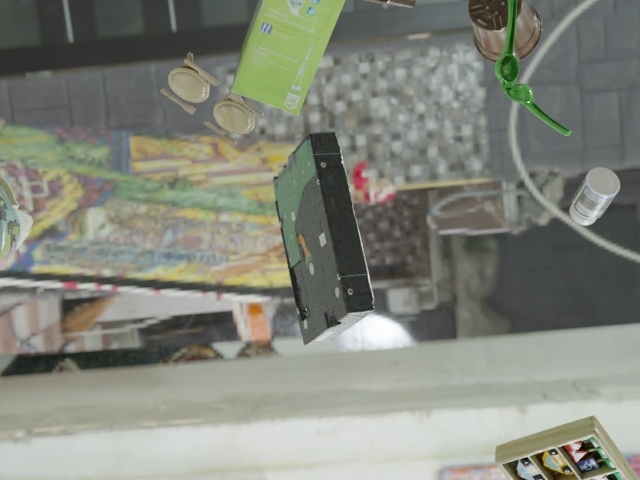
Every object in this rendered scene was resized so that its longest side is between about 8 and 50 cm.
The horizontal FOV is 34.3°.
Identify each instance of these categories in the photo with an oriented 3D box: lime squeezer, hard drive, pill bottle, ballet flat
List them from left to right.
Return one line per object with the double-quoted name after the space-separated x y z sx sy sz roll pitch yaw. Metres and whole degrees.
-0.374 -0.037 1.177 0.079 0.077 0.221 21 29 -47 "ballet flat"
0.000 0.000 1.896 0.237 0.064 0.339 135 -55 -62 "hard drive"
0.404 -0.321 2.048 0.058 0.110 0.311 4 63 -49 "lime squeezer"
0.616 -0.097 2.342 0.137 0.078 0.078 105 -16 -58 "pill bottle"

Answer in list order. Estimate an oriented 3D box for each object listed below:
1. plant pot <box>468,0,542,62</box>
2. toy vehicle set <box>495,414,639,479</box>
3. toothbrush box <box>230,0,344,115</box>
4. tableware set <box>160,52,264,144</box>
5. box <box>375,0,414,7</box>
0.422 -0.517 2.417 0.165 0.166 0.167 28 55 -68 "plant pot"
0.410 0.391 1.619 0.267 0.166 0.035 51 30 -26 "toy vehicle set"
-0.036 -0.379 1.664 0.206 0.122 0.283 -87 -160 -58 "toothbrush box"
-0.208 -0.282 2.035 0.128 0.194 0.039 -37 -157 49 "tableware set"
0.076 -0.536 1.929 0.167 0.203 0.169 -25 127 -67 "box"
